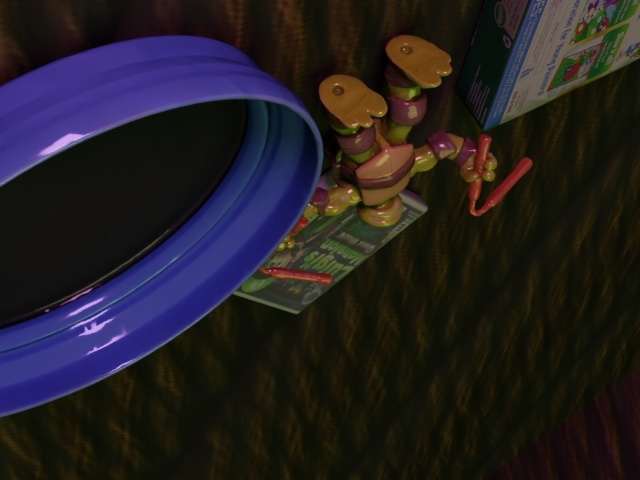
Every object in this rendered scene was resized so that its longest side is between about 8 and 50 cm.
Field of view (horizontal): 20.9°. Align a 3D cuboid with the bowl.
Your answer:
[{"bbox_3d":[-0.182,-0.005,1.294,0.391,0.077,0.391,-28,158,-13],"label":"bowl"}]

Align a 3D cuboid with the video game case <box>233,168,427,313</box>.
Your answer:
[{"bbox_3d":[0.000,0.000,1.631,0.173,0.022,0.190,-39,158,13],"label":"video game case"}]

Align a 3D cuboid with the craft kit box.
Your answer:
[{"bbox_3d":[0.249,-0.223,1.472,0.246,0.061,0.250,-22,156,-20],"label":"craft kit box"}]

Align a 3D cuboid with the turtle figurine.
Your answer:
[{"bbox_3d":[0.061,-0.077,1.468,0.269,0.087,0.217,-19,148,-13],"label":"turtle figurine"}]
